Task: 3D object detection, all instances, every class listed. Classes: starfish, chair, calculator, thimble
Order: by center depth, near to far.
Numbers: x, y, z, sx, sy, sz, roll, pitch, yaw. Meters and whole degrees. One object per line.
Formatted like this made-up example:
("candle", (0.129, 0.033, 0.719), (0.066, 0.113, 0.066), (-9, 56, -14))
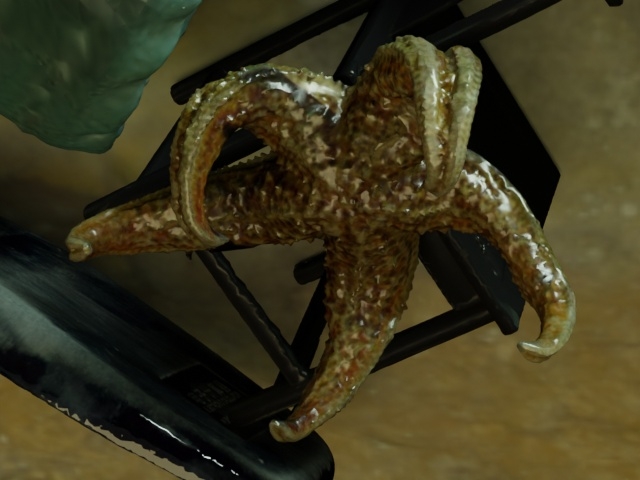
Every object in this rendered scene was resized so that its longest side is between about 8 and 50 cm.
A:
("starfish", (-0.002, 0.001, 0.706), (0.190, 0.074, 0.146), (-9, 116, 22))
("thimble", (-0.098, -0.146, 0.753), (0.143, 0.198, 0.235), (35, 153, -8))
("chair", (0.050, -0.047, 0.797), (0.260, 0.154, 0.141), (-24, 111, 27))
("calculator", (-0.104, 0.057, 0.870), (0.268, 0.177, 0.040), (34, 98, 7))
